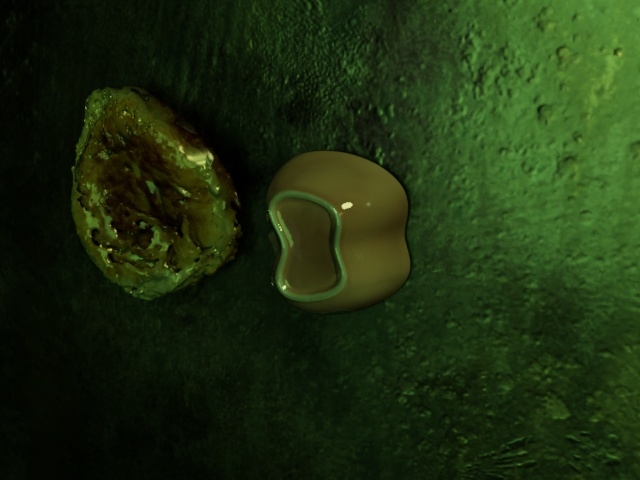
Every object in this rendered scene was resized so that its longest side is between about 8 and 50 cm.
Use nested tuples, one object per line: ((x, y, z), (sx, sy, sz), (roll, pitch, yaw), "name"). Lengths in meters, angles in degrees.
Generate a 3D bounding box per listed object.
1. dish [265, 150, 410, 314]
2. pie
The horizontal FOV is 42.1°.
((0.000, 0.000, 0.995), (0.213, 0.090, 0.213), (8, 107, 27), "dish")
((-0.236, -0.053, 1.119), (0.308, 0.085, 0.308), (8, 108, 27), "pie")
